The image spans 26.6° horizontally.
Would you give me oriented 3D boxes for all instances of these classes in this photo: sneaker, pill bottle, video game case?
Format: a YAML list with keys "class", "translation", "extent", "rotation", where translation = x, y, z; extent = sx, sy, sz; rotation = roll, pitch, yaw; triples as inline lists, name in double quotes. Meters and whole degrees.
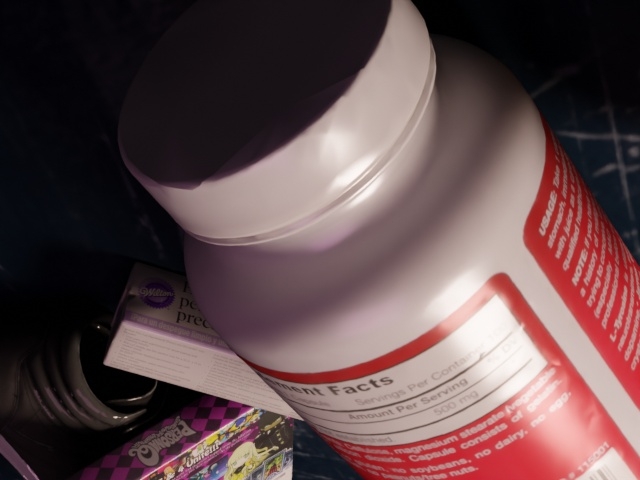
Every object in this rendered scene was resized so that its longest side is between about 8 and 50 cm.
- class: "sneaker"
  translation: [-0.169, 0.166, 1.134]
  extent: [0.147, 0.104, 0.295]
  rotation: [-13, 132, 30]
- class: "pill bottle"
  translation: [0.065, 0.024, 0.833]
  extent: [0.229, 0.229, 0.407]
  rotation: [-17, 134, 27]
- class: "video game case"
  translation: [-0.124, 0.221, 1.132]
  extent: [0.232, 0.042, 0.210]
  rotation: [-31, 148, -24]

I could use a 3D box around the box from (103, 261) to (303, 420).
- class: "box"
  translation: [-0.004, 0.101, 1.064]
  extent: [0.324, 0.063, 0.067]
  rotation: [17, 138, -11]
